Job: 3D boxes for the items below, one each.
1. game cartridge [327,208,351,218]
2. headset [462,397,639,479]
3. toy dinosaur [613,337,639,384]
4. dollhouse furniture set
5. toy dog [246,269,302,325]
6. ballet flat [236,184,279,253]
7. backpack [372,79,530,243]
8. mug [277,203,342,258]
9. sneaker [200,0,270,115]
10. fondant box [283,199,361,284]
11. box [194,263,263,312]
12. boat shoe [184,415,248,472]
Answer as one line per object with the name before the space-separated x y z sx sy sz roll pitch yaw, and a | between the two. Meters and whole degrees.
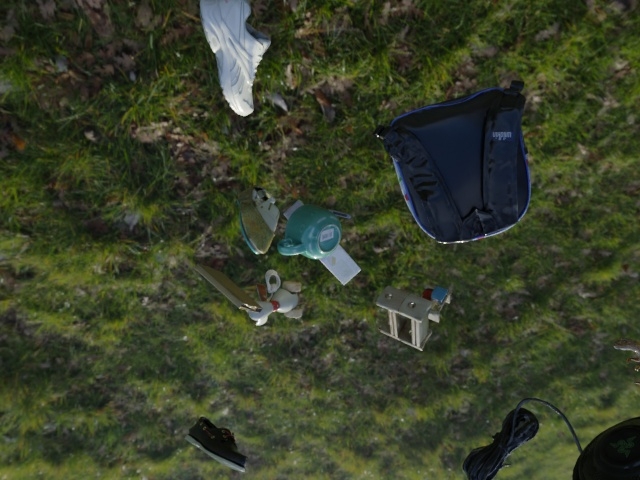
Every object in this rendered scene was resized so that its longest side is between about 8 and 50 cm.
game cartridge | 0.067 -0.098 1.609 0.083 0.017 0.056 14 -177 -9
headset | 0.323 0.295 0.434 0.185 0.394 0.243 -37 111 -9
toy dinosaur | 0.738 0.266 0.953 0.211 0.112 0.064 17 171 -13
dollhouse furniture set | 0.248 0.161 1.167 0.184 0.129 0.129 -48 142 -33
toy dog | -0.208 0.252 1.853 0.161 0.220 0.333 2 164 30
ballet flat | -0.177 -0.081 1.290 0.123 0.348 0.123 -6 115 -12
backpack | 0.272 -0.130 0.862 0.276 0.263 0.213 -13 176 20
mug | -0.017 -0.007 1.107 0.129 0.097 0.158 39 80 -44
sneaker | -0.147 -0.347 0.849 0.115 0.090 0.232 -14 141 -4
fondant box | 0.000 0.000 1.738 0.096 0.330 0.238 -42 122 0
box | -0.282 0.150 1.375 0.021 0.201 0.164 -52 160 -2
boat shoe | -0.140 0.277 0.607 0.133 0.042 0.049 -1 138 49
